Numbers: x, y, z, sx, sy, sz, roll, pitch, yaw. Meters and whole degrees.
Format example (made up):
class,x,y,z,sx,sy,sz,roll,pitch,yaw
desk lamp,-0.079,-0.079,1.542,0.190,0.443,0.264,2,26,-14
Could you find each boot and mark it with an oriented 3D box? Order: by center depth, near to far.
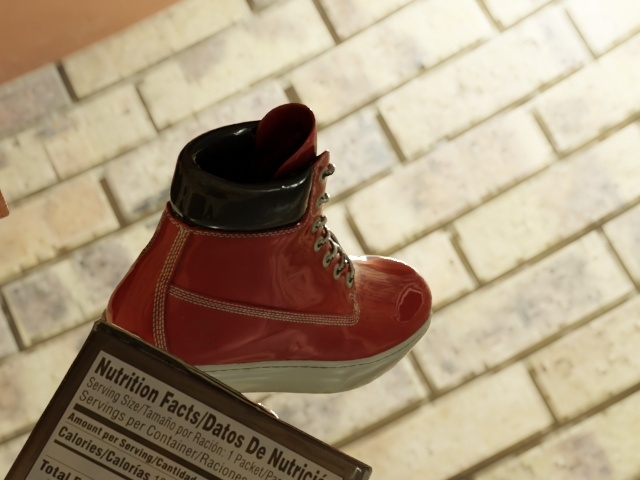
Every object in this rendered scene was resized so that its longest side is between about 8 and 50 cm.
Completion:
class,x,y,z,sx,sy,sz,roll,pitch,yaw
boot,0.000,0.000,0.963,0.244,0.088,0.176,-4,-49,-44

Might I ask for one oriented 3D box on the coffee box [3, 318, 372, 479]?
class,x,y,z,sx,sy,sz,roll,pitch,yaw
coffee box,-0.108,0.200,0.600,0.297,0.119,0.168,-62,0,-27

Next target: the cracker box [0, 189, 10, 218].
class,x,y,z,sx,sy,sz,roll,pitch,yaw
cracker box,-0.309,-0.037,1.115,0.156,0.067,0.232,-23,19,-14
